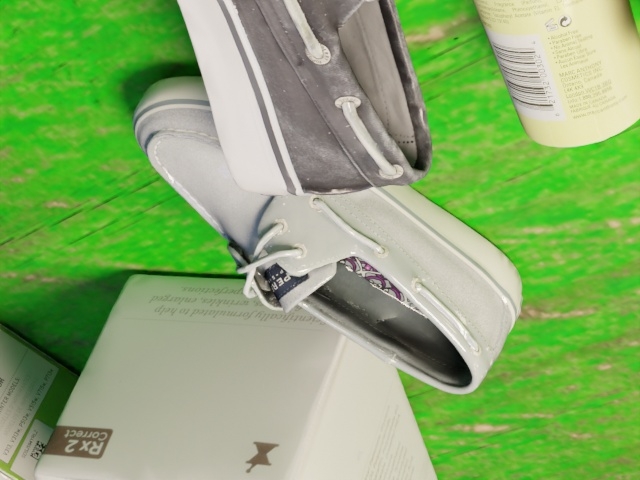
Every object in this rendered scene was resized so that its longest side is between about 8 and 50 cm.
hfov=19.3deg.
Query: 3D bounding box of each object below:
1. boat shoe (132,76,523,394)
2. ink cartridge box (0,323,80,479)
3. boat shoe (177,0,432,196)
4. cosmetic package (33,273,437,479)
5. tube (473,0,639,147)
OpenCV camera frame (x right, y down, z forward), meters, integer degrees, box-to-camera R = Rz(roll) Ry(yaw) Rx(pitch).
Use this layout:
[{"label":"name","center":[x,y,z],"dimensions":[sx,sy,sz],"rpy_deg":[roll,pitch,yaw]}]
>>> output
[{"label":"boat shoe","center":[0.000,0.001,0.953],"dimensions":[0.227,0.081,0.079],"rpy_deg":[31,139,-10]},{"label":"ink cartridge box","center":[-0.293,0.097,1.186],"dimensions":[0.255,0.097,0.189],"rpy_deg":[36,139,-13]},{"label":"boat shoe","center":[-0.010,-0.131,0.796],"dimensions":[0.102,0.108,0.301],"rpy_deg":[3,136,18]},{"label":"cosmetic package","center":[-0.040,0.135,1.065],"dimensions":[0.151,0.151,0.183],"rpy_deg":[2,136,23]},{"label":"tube","center":[0.080,-0.150,0.776],"dimensions":[0.070,0.062,0.240],"rpy_deg":[-30,123,-7]}]
